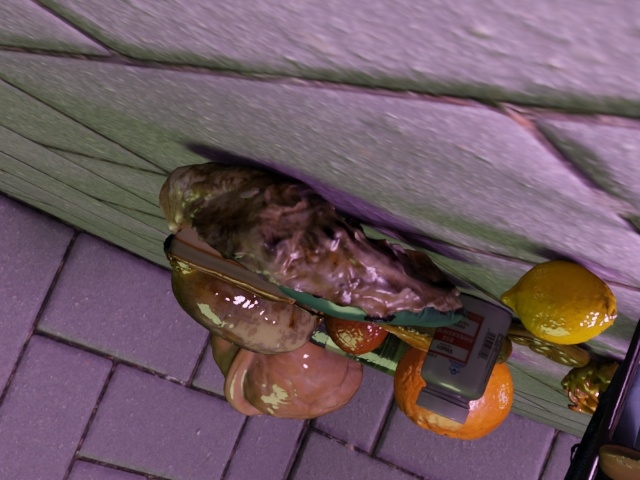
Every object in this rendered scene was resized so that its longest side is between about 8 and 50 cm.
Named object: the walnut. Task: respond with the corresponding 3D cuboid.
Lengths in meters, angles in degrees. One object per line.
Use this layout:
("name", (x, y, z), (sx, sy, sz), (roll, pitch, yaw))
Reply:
("walnut", (-0.070, 0.211, 1.914), (0.296, 0.285, 0.285), (43, -177, 29))

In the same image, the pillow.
("pillow", (0.043, 0.052, 1.152), (0.214, 0.086, 0.233), (19, 175, -16))

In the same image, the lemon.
("lemon", (0.184, 0.047, 0.774), (0.092, 0.065, 0.065), (6, 165, 33))

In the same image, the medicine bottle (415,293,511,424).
("medicine bottle", (0.164, 0.139, 1.177), (0.079, 0.140, 0.079), (22, 173, 3))

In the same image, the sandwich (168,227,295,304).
("sandwich", (-0.112, 0.021, 1.400), (0.163, 0.079, 0.113), (29, 168, -32))

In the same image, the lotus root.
("lotus root", (-0.127, 0.074, 1.564), (0.309, 0.173, 0.173), (30, 169, -35))

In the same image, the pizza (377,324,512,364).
("pizza", (0.155, 0.115, 1.354), (0.197, 0.058, 0.292), (22, 171, -8))

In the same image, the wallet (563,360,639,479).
("wallet", (0.284, 0.270, 0.972), (0.046, 0.190, 0.379), (-12, -170, 31))

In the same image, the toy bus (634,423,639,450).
("toy bus", (0.341, 0.262, 0.819), (0.199, 0.343, 0.183), (3, 132, 27))

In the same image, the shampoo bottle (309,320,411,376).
("shampoo bottle", (0.047, 0.150, 1.747), (0.284, 0.101, 0.101), (22, 172, 2))

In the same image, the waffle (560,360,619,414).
("waffle", (0.447, 0.227, 1.252), (0.302, 0.068, 0.325), (19, 168, 16))

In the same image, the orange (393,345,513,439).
("orange", (0.214, 0.230, 1.612), (0.193, 0.161, 0.193), (15, -177, -1))

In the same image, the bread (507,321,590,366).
("bread", (0.270, 0.124, 1.205), (0.110, 0.024, 0.110), (22, 171, 4))

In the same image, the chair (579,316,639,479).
("chair", (0.250, 0.160, 0.635), (0.159, 0.247, 0.172), (20, 165, 18))

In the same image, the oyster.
("oyster", (0.000, -0.005, 0.934), (0.294, 0.094, 0.166), (14, -167, -16))

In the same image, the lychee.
("lychee", (0.047, 0.106, 1.448), (0.114, 0.101, 0.140), (58, 161, -4))
